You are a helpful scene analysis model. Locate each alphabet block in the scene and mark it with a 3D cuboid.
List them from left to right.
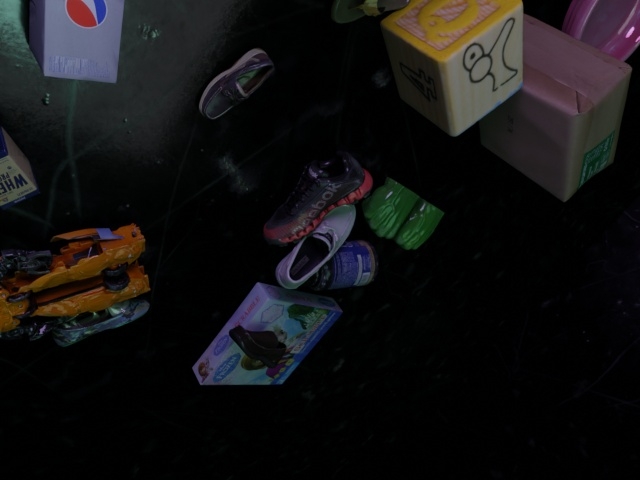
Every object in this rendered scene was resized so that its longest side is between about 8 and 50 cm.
[{"bbox_3d":[0.260,-0.361,0.975,0.192,0.193,0.197,-38,143,-5],"label":"alphabet block"}]

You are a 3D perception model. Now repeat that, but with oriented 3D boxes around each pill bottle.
[{"bbox_3d":[0.028,0.064,1.267,0.219,0.123,0.122,-3,130,-32],"label":"pill bottle"}]

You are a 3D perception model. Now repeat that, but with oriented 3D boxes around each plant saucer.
[{"bbox_3d":[0.728,-0.570,1.252,0.332,0.084,0.332,-23,141,-20],"label":"plant saucer"}]

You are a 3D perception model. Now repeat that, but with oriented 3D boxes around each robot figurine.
[{"bbox_3d":[-0.461,0.071,0.893,0.291,0.085,0.211,-16,137,-29],"label":"robot figurine"}]

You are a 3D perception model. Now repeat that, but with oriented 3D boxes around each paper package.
[{"bbox_3d":[0.522,-0.302,1.164,0.168,0.309,0.325,-37,144,-3],"label":"paper package"}]

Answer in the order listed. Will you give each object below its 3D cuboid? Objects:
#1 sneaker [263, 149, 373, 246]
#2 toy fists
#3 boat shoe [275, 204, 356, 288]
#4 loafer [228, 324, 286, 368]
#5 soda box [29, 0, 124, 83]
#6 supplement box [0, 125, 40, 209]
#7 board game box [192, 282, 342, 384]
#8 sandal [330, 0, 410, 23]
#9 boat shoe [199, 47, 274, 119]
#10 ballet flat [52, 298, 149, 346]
[{"bbox_3d":[-0.022,-0.098,1.088,0.276,0.097,0.135,-34,135,0],"label":"sneaker"},{"bbox_3d":[0.212,-0.063,1.328,0.279,0.096,0.142,22,102,-48],"label":"toy fists"},{"bbox_3d":[0.000,0.000,1.147,0.267,0.096,0.088,-45,-172,-21],"label":"boat shoe"},{"bbox_3d":[-0.152,0.251,1.251,0.078,0.080,0.220,-47,148,-6],"label":"loafer"},{"bbox_3d":[-0.289,-0.345,0.598,0.091,0.098,0.286,-7,133,-37],"label":"soda box"},{"bbox_3d":[-0.456,-0.106,0.712,0.056,0.083,0.083,-29,143,-13],"label":"supplement box"},{"bbox_3d":[-0.138,0.274,1.395,0.318,0.066,0.318,18,115,-48],"label":"board game box"},{"bbox_3d":[0.100,-0.427,0.887,0.180,0.049,0.072,-20,139,-24],"label":"sandal"},{"bbox_3d":[-0.143,-0.262,0.849,0.152,0.049,0.056,-45,143,7],"label":"boat shoe"},{"bbox_3d":[-0.445,0.151,1.012,0.188,0.070,0.070,-24,141,-25],"label":"ballet flat"}]
